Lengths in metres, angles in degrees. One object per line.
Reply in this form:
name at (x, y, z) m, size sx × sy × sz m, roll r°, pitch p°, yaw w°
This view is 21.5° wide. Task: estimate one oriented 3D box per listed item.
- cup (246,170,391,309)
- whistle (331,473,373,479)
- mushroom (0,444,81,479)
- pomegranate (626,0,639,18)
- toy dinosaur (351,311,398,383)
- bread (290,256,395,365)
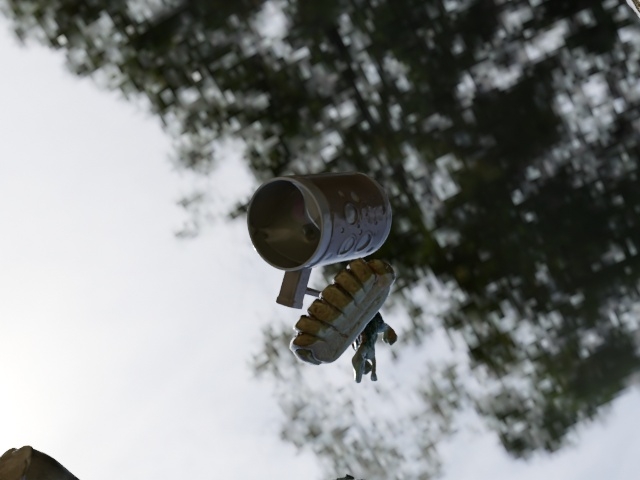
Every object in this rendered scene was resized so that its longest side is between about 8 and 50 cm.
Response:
cup at (0.006, -0.003, 1.300) m, size 0.074 × 0.102 × 0.099 m, roll -16°, pitch 176°, yaw 38°
whistle at (0.084, 0.242, 1.448) m, size 0.062 × 0.062 × 0.312 m, roll -44°, pitch -166°, yaw -20°
mushroom at (-0.240, 0.321, 1.829) m, size 0.099 × 0.278 × 0.096 m, roll -51°, pitch -179°, yaw 9°
pomegranate at (0.246, -0.162, 0.540) m, size 0.333 × 0.332 × 0.332 m, roll -20°, pitch -146°, yaw 15°
toy dinosaur at (0.050, 0.087, 1.891) m, size 0.044 × 0.106 × 0.187 m, roll -3°, pitch -119°, yaw 21°
bread at (0.013, 0.045, 1.131) m, size 0.034 × 0.049 × 0.088 m, roll 41°, pitch -85°, yaw 31°
